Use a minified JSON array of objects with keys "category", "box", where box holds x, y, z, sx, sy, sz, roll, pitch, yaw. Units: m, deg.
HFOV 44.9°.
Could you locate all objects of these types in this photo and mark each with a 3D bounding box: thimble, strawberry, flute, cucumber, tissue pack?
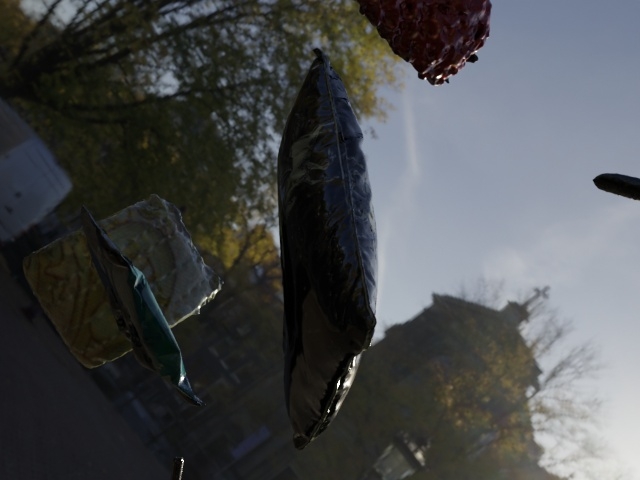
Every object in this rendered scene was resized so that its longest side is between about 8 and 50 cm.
[{"category":"thimble","box":[-0.221,0.042,0.880,0.143,0.191,0.137,64,-8,-9]},{"category":"strawberry","box":[0.129,-0.295,0.916,0.237,0.111,0.190,10,62,-53]},{"category":"flute","box":[-0.198,0.374,1.013,0.014,0.014,0.269,44,-46,40]},{"category":"cucumber","box":[0.429,-0.066,1.035,0.133,0.032,0.032,21,-32,35]},{"category":"tissue pack","box":[-0.123,0.048,0.511,0.085,0.028,0.138,32,-36,50]}]

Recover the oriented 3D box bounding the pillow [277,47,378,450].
[{"category":"pillow","box":[0.000,0.000,0.456,0.141,0.055,0.208,109,-18,-51]}]
